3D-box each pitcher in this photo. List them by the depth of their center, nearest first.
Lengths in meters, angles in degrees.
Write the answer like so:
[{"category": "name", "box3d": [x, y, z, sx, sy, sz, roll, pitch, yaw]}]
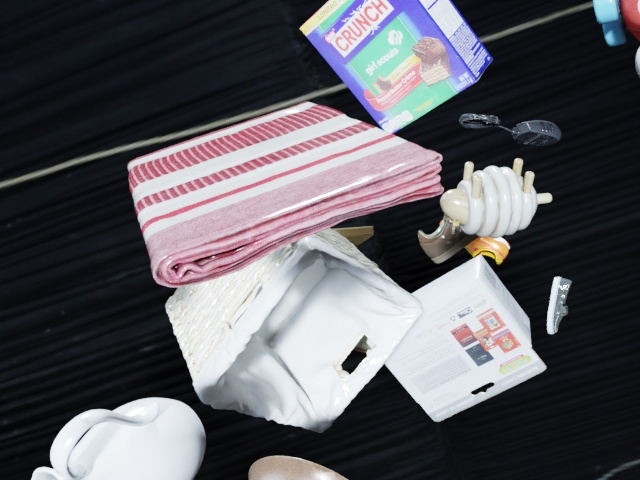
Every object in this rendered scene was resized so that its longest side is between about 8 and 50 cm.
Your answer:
[{"category": "pitcher", "box3d": [-0.218, 0.237, 0.741, 0.126, 0.177, 0.207, 32, 25, 22]}]

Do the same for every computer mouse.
[{"category": "computer mouse", "box3d": [0.409, -0.247, 1.433, 0.071, 0.242, 0.041, 148, -52, -66]}]

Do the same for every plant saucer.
[{"category": "plant saucer", "box3d": [-0.013, 0.363, 0.888, 0.036, 0.199, 0.198, -57, 134, -45]}]

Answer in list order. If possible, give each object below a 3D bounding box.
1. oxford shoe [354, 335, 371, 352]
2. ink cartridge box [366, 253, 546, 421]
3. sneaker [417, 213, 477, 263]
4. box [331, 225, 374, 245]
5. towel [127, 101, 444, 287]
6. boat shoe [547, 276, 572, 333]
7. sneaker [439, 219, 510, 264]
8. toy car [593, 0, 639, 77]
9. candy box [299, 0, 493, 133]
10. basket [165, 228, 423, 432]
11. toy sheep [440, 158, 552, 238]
[{"category": "oxford shoe", "box3d": [0.091, 0.229, 1.971, 0.397, 0.147, 0.140, 30, 68, -22]}, {"category": "ink cartridge box", "box3d": [0.314, 0.233, 1.544, 0.271, 0.310, 0.130, 52, 25, -12]}, {"category": "sneaker", "box3d": [0.257, -0.039, 1.183, 0.071, 0.188, 0.066, 49, 9, -5]}, {"category": "box", "box3d": [0.000, 0.000, 1.485, 0.164, 0.201, 0.021, 140, -56, -73]}, {"category": "towel", "box3d": [-0.060, -0.063, 0.639, 0.329, 0.237, 0.037, -135, -153, -63]}, {"category": "boat shoe", "box3d": [0.569, 0.158, 1.593, 0.049, 0.040, 0.142, -13, 110, -58]}, {"category": "sneaker", "box3d": [0.355, -0.001, 1.572, 0.175, 0.067, 0.064, 27, -8, 26]}, {"category": "toy car", "box3d": [0.689, -0.402, 1.347, 0.210, 0.219, 0.237, 19, 67, -56]}, {"category": "candy box", "box3d": [0.160, -0.425, 1.436, 0.317, 0.268, 0.122, 49, 47, -13]}, {"category": "basket", "box3d": [-0.060, 0.129, 1.239, 0.331, 0.328, 0.266, 29, 11, -43]}, {"category": "toy sheep", "box3d": [0.201, -0.045, 0.760, 0.091, 0.132, 0.091, 178, -90, -87]}]
